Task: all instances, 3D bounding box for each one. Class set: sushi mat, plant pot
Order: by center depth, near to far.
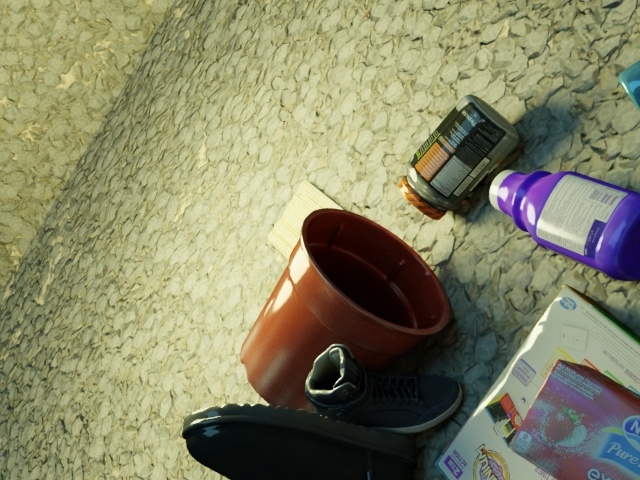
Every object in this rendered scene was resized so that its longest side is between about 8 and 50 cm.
[{"bbox_3d":[0.020,0.136,1.618,0.265,0.272,0.272,-54,35,29],"label":"plant pot"},{"bbox_3d":[0.000,0.000,1.920,0.151,0.019,0.316,-58,35,7],"label":"sushi mat"}]

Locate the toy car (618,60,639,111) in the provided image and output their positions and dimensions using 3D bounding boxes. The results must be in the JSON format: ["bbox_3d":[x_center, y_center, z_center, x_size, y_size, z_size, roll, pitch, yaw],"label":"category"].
[{"bbox_3d":[0.521,-0.148,1.193,0.219,0.210,0.238,-35,55,19],"label":"toy car"}]

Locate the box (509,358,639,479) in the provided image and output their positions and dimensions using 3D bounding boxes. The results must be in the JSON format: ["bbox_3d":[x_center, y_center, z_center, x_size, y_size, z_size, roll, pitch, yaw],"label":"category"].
[{"bbox_3d":[0.359,0.246,1.115,0.257,0.128,0.122,31,96,30],"label":"box"}]

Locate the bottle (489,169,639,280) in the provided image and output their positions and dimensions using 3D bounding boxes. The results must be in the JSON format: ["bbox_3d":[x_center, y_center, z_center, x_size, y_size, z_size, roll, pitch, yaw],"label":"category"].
[{"bbox_3d":[0.351,-0.036,1.417,0.283,0.092,0.118,29,92,56],"label":"bottle"}]

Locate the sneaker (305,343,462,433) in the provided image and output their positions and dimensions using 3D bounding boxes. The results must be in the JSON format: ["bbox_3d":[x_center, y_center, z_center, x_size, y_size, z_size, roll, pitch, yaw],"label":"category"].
[{"bbox_3d":[0.089,0.214,1.475,0.226,0.163,0.086,-12,49,7],"label":"sneaker"}]

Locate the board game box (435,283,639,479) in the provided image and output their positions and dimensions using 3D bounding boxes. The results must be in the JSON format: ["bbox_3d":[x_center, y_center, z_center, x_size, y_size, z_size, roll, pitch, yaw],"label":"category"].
[{"bbox_3d":[0.313,0.249,1.309,0.316,0.064,0.242,-56,35,11],"label":"board game box"}]

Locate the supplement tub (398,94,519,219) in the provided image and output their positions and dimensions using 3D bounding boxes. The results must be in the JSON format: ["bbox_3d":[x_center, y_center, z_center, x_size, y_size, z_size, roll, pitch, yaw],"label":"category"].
[{"bbox_3d":[0.220,-0.131,1.629,0.190,0.117,0.117,-49,37,20],"label":"supplement tub"}]

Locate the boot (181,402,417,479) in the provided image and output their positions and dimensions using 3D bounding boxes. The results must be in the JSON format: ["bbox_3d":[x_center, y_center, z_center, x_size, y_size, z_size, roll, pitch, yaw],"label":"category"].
[{"bbox_3d":[-0.027,0.466,1.374,0.146,0.367,0.445,127,151,-56],"label":"boot"}]
